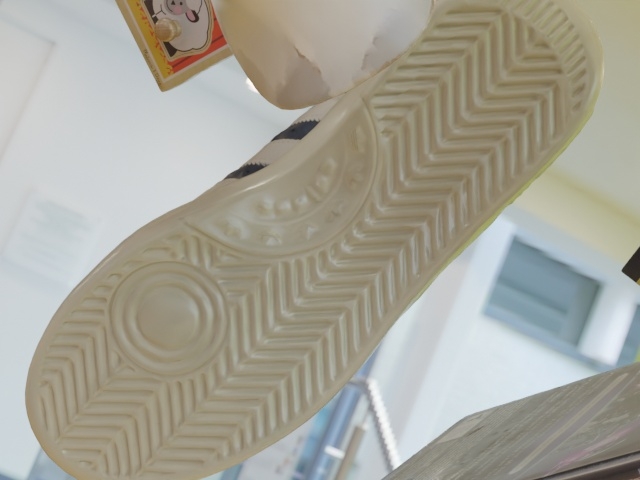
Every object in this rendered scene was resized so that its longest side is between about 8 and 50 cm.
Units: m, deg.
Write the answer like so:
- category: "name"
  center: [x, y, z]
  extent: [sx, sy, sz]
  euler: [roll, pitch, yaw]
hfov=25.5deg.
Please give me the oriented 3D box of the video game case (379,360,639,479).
- category: "video game case"
  center: [0.140, 0.102, 0.742]
  extent: [0.274, 0.026, 0.196]
  euler: [-23, 1, 38]

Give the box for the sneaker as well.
- category: "sneaker"
  center: [0.000, 0.000, 0.753]
  extent: [0.131, 0.350, 0.148]
  euler: [52, 5, -2]

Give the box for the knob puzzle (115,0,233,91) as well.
- category: "knob puzzle"
  center: [-0.096, -0.229, 1.088]
  extent: [0.213, 0.213, 0.030]
  euler: [17, 21, 26]

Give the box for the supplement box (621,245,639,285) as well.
- category: "supplement box"
  center: [0.180, 0.000, 0.554]
  extent: [0.083, 0.056, 0.083]
  euler: [38, -38, 11]

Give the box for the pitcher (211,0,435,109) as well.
- category: "pitcher"
  center: [-0.054, -0.165, 0.478]
  extent: [0.125, 0.177, 0.207]
  euler: [-30, -39, 17]
